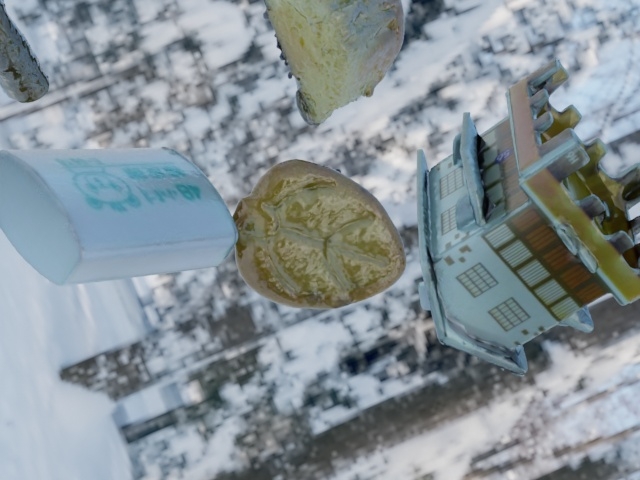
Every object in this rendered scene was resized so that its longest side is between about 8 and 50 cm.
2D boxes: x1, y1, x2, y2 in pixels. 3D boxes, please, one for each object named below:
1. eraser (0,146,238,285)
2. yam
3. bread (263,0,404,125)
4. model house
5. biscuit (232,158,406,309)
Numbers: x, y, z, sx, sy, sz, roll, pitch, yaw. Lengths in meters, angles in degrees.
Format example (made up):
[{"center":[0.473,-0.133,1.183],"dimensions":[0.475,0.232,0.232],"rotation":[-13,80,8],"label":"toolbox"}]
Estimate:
[{"center":[-0.254,-0.036,1.597],"dimensions":[0.189,0.104,0.290],"rotation":[51,30,21],"label":"eraser"},{"center":[-0.356,-0.237,1.354],"dimensions":[0.253,0.061,0.061],"rotation":[69,-5,-53],"label":"yam"},{"center":[0.031,-0.325,1.887],"dimensions":[0.162,0.204,0.262],"rotation":[-5,-64,42],"label":"bread"},{"center":[0.199,-0.018,1.240],"dimensions":[0.198,0.215,0.224],"rotation":[44,25,-23],"label":"model house"},{"center":[0.002,0.000,1.751],"dimensions":[0.203,0.260,0.041],"rotation":[-72,-162,-4],"label":"biscuit"}]
